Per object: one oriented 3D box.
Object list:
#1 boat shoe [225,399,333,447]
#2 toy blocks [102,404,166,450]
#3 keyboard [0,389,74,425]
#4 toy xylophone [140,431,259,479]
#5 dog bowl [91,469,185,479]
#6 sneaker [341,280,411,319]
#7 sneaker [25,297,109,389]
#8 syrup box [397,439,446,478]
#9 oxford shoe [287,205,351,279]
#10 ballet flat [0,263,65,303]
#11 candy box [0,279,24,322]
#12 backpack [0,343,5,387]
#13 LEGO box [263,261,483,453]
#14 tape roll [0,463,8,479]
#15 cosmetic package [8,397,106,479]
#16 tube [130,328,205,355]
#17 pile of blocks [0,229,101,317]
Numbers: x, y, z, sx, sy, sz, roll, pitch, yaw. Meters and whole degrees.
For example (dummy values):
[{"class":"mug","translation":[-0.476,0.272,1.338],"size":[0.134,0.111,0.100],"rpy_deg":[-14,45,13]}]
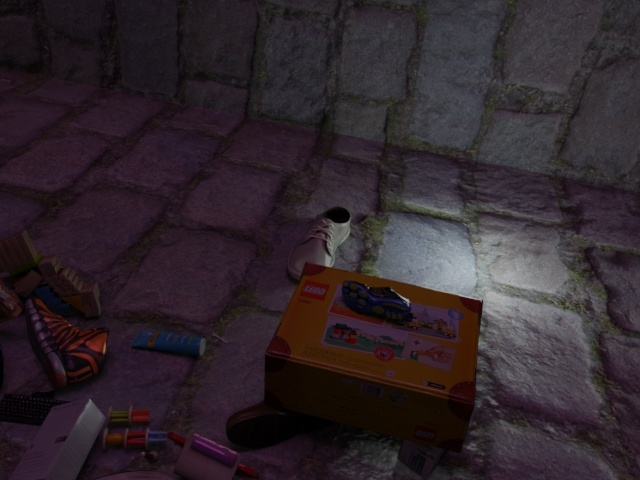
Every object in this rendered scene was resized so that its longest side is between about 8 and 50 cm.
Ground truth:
[{"class":"boat shoe","translation":[-0.109,0.451,1.586],"size":[0.307,0.111,0.104],"rpy_deg":[0,28,-29]},{"class":"toy blocks","translation":[-0.455,0.464,1.522],"size":[0.148,0.054,0.123],"rpy_deg":[2,34,-9]},{"class":"keyboard","translation":[-0.723,0.420,1.562],"size":[0.180,0.023,0.108],"rpy_deg":[8,33,-2]},{"class":"toy xylophone","translation":[-0.265,0.483,1.327],"size":[0.236,0.323,0.081],"rpy_deg":[27,65,-4]},{"class":"dog bowl","translation":[-0.371,0.656,1.163],"size":[0.407,0.151,0.408],"rpy_deg":[6,32,-4]},{"class":"sneaker","translation":[0.140,0.149,1.551],"size":[0.188,0.067,0.078],"rpy_deg":[17,18,18]},{"class":"sneaker","translation":[-0.705,0.272,1.723],"size":[0.180,0.125,0.321],"rpy_deg":[-15,50,-38]},{"class":"syrup box","translation":[0.305,0.498,1.601],"size":[0.096,0.093,0.237],"rpy_deg":[27,37,26]},{"class":"oxford shoe","translation":[0.000,0.000,2.266],"size":[0.169,0.130,0.449],"rpy_deg":[19,36,14]},{"class":"ballet flat","translation":[-0.906,0.155,1.857],"size":[0.106,0.108,0.316],"rpy_deg":[42,45,21]},{"class":"candy box","translation":[-0.942,0.187,1.715],"size":[0.186,0.109,0.053],"rpy_deg":[-20,28,18]},{"class":"backpack","translation":[-0.911,0.313,1.595],"size":[0.158,0.117,0.173],"rpy_deg":[-8,37,-23]},{"class":"LEGO box","translation":[0.144,0.281,1.577],"size":[0.499,0.193,0.373],"rpy_deg":[12,37,10]},{"class":"tape roll","translation":[-0.787,0.481,1.118],"size":[0.391,0.392,0.072],"rpy_deg":[-1,34,-13]},{"class":"cosmetic package","translation":[-0.600,0.480,1.403],"size":[0.117,0.086,0.231],"rpy_deg":[-17,30,15]},{"class":"tube","translation":[-0.442,0.298,1.792],"size":[0.207,0.052,0.080],"rpy_deg":[6,23,9]},{"class":"pile of blocks","translation":[-0.819,0.112,1.845],"size":[0.362,0.149,0.112],"rpy_deg":[44,2,-18]}]
